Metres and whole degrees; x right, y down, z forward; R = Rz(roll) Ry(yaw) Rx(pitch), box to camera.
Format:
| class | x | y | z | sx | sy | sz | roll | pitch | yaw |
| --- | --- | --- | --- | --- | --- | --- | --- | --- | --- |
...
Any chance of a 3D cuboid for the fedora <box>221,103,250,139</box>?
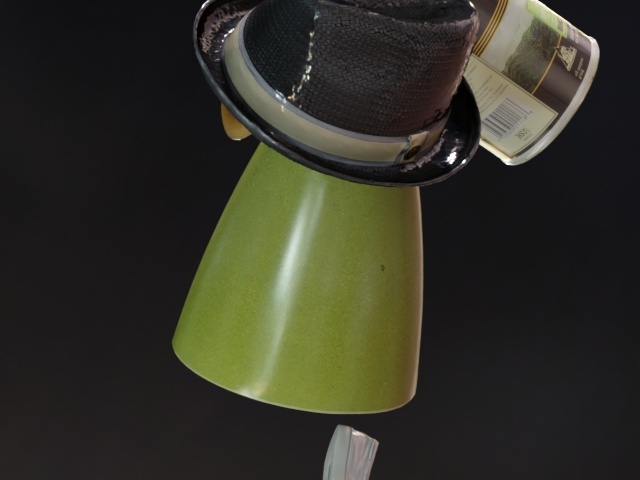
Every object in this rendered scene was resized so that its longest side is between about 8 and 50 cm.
| class | x | y | z | sx | sy | sz | roll | pitch | yaw |
| --- | --- | --- | --- | --- | --- | --- | --- | --- | --- |
| fedora | -0.062 | -0.212 | 2.578 | 0.194 | 0.079 | 0.194 | -43 | 37 | 44 |

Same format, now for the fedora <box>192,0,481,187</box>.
| class | x | y | z | sx | sy | sz | roll | pitch | yaw |
| --- | --- | --- | --- | --- | --- | --- | --- | --- | --- |
| fedora | 0.044 | -0.203 | 1.925 | 0.334 | 0.334 | 0.152 | -42 | -13 | -53 |

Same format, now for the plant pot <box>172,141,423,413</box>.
| class | x | y | z | sx | sy | sz | roll | pitch | yaw |
| --- | --- | --- | --- | --- | --- | --- | --- | --- | --- |
| plant pot | 0.000 | 0.000 | 2.074 | 0.275 | 0.275 | 0.293 | -29 | -47 | -66 |

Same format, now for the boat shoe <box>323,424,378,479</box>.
| class | x | y | z | sx | sy | sz | roll | pitch | yaw |
| --- | --- | --- | --- | --- | --- | --- | --- | --- | --- |
| boat shoe | 0.034 | 0.282 | 2.107 | 0.184 | 0.063 | 0.066 | -84 | 11 | -55 |

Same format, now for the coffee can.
| class | x | y | z | sx | sy | sz | roll | pitch | yaw |
| --- | --- | --- | --- | --- | --- | --- | --- | --- | --- |
| coffee can | 0.191 | -0.252 | 2.473 | 0.201 | 0.275 | 0.201 | -49 | 20 | 24 |
